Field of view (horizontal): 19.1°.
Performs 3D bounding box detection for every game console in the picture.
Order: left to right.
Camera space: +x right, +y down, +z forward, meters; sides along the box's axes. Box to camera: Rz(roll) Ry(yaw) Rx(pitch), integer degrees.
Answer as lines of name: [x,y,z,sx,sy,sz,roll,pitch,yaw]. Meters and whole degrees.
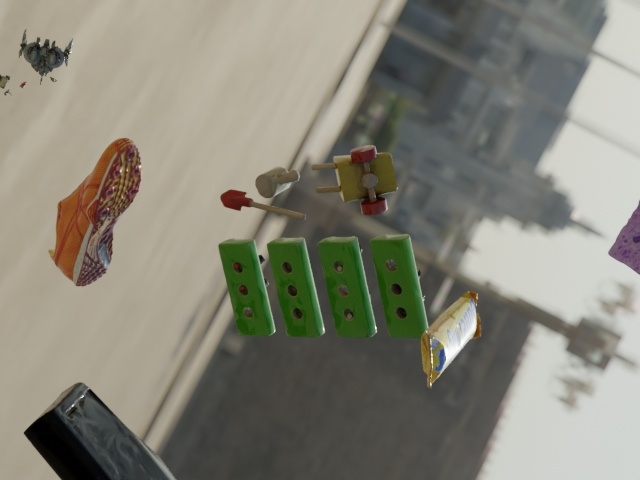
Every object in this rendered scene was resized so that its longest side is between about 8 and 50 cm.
game console: [-0.186,0.245,1.586,0.044,0.213,0.361,-38,-177,14]

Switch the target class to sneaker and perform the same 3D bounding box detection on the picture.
sneaker: [-0.220,-0.032,1.799,0.064,0.067,0.175,-23,150,-49]

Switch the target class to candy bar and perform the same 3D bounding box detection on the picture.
candy bar: [0.095,0.070,1.406,0.161,0.018,0.040,-31,117,-71]

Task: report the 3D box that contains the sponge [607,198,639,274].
sponge: [0.325,0.016,1.396,0.117,0.210,0.031,-59,150,8]

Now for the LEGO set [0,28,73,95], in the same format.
LEGO set: [-0.263,-0.161,1.745,0.083,0.054,0.023,-46,-168,11]

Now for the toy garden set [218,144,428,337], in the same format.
toy garden set: [0.000,0.000,2.024,0.049,0.244,0.204,-31,114,-50]
